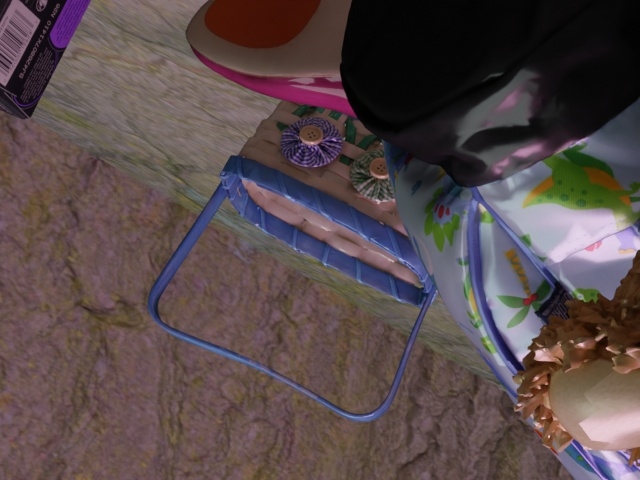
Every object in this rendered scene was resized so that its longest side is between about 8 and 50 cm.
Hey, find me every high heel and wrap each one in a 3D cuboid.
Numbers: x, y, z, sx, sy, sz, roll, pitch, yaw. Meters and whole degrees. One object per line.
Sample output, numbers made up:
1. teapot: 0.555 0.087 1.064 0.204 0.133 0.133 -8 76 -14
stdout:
1. high heel: 0.072 -0.106 1.048 0.377 0.127 0.181 15 156 41

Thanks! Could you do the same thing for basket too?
1. basket: 0.000 0.000 1.394 0.255 0.289 0.201 23 171 13

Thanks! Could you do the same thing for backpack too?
1. backpack: 0.172 -0.001 0.750 0.355 0.273 0.290 32 -167 -20

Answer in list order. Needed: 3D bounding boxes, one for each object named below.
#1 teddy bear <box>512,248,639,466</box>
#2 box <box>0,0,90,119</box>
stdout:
1. teddy bear: 0.220 -0.024 0.553 0.245 0.338 0.113 17 -157 -15
2. box: -0.385 -0.255 1.421 0.270 0.165 0.143 23 172 17
